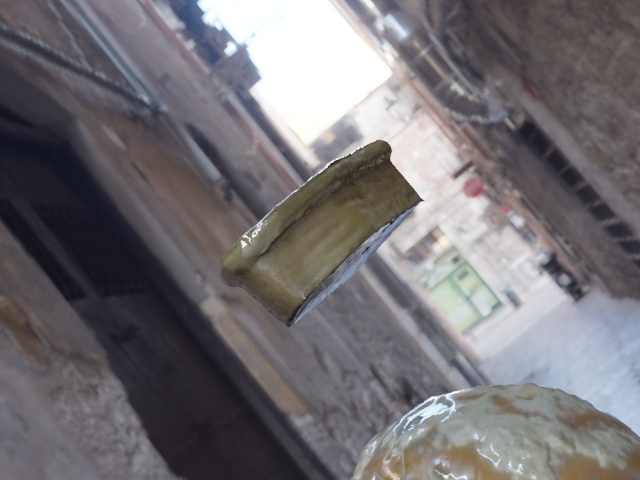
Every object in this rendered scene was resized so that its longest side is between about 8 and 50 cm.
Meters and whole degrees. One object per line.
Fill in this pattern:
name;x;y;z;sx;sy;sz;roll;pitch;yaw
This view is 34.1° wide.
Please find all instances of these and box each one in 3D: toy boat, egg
toy boat;0.000;0.000;0.732;0.116;0.061;0.188;-47;-6;30
egg;0.131;0.192;0.709;0.233;0.194;0.195;5;3;12
